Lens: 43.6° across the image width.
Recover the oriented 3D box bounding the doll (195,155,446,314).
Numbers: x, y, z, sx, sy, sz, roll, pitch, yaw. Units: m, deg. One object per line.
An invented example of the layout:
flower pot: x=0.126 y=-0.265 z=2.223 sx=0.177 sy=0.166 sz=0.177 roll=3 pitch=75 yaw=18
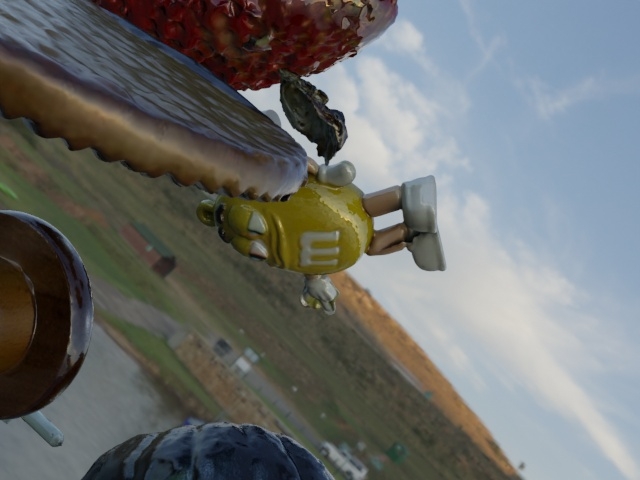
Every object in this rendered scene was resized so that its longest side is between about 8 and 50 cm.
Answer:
doll: x=0.027 y=-0.017 z=1.423 sx=0.348 sy=0.423 sz=0.161 roll=50 pitch=32 yaw=-28

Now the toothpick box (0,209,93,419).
toothpick box: x=-0.326 y=0.066 z=0.654 sx=0.192 sy=0.192 sz=0.294 roll=43 pitch=15 yaw=18

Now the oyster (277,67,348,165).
oyster: x=-0.011 y=-0.133 z=0.769 sx=0.132 sy=0.029 sz=0.086 roll=63 pitch=-16 yaw=19

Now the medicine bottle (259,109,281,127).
medicine bottle: x=-0.155 y=-0.233 z=1.685 sx=0.140 sy=0.079 sz=0.079 roll=-7 pitch=-44 yaw=33

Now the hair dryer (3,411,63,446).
hair dryer: x=-0.406 y=0.244 z=1.140 sx=0.137 sy=0.082 sz=0.047 roll=35 pitch=-21 yaw=23

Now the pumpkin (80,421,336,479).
pumpkin: x=-0.128 y=0.374 z=0.949 sx=0.363 sy=0.363 sz=0.266 roll=55 pitch=22 yaw=-46

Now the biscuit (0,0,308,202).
biscuit: x=-0.147 y=-0.110 z=0.451 sx=0.317 sy=0.040 sz=0.318 roll=30 pitch=11 yaw=-7

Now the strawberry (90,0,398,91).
strawberry: x=-0.098 y=-0.283 z=0.906 sx=0.343 sy=0.292 sz=0.292 roll=27 pitch=-20 yaw=45
